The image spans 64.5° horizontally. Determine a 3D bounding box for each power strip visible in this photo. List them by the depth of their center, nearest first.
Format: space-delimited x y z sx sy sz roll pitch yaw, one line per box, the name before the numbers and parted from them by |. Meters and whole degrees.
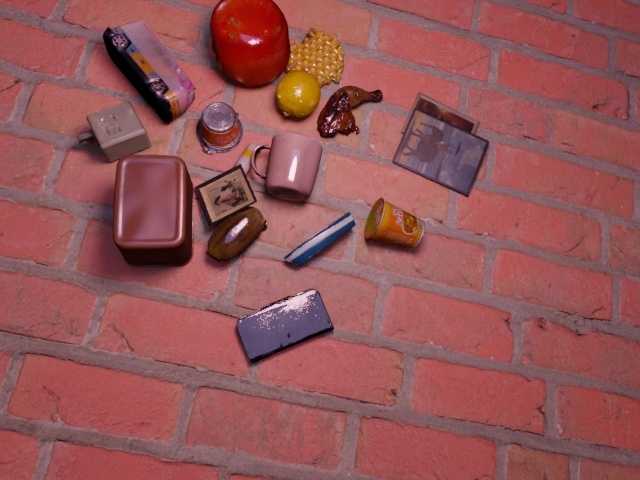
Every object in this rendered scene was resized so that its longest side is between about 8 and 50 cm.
power strip | -0.743 -0.375 1.806 0.224 0.139 0.140 -27 81 -16

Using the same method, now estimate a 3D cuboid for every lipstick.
lipstick | -0.313 -0.241 1.887 0.059 0.059 0.264 30 71 -1

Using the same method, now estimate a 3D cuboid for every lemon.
lemon | -0.084 -0.566 1.961 0.173 0.173 0.206 39 56 2

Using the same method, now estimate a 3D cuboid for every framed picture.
framed picture | -0.339 -0.164 1.814 0.195 0.010 0.199 -27 60 0
framed picture | 0.493 -0.362 2.069 0.347 0.016 0.265 25 79 -3
framed picture | 0.501 -0.472 2.116 0.289 0.020 0.211 26 73 -2

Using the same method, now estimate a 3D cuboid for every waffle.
waffle | -0.027 -0.756 2.085 0.291 0.051 0.291 3 74 -12

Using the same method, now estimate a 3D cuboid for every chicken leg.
chicken leg | 0.113 -0.528 2.039 0.177 0.083 0.322 37 73 -8

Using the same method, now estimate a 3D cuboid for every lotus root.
lotus root | -0.297 -0.024 1.797 0.124 0.123 0.241 39 68 13

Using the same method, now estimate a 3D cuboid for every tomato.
tomato | -0.263 -0.761 1.929 0.289 0.293 0.325 -1 65 2

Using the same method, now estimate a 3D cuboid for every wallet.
wallet | -0.126 0.293 1.778 0.318 0.045 0.172 -21 82 -15

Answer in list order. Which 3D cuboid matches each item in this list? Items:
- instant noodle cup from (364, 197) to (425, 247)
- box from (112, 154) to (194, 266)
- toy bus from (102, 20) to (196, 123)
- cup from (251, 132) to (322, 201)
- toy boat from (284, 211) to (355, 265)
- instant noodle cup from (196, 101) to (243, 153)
instant noodle cup | 0.281 -0.052 1.898 0.185 0.168 0.168 20 72 -12
box | -0.560 -0.101 1.715 0.239 0.229 0.339 -1 74 -9
toy bus | -0.619 -0.630 1.886 0.162 0.171 0.386 -38 84 -21
cup | -0.134 -0.267 1.863 0.253 0.191 0.200 11 76 2
toy boat | 0.000 0.000 1.859 0.299 0.096 0.062 -34 92 -15
instant noodle cup | -0.377 -0.436 1.895 0.177 0.125 0.208 13 73 -6
